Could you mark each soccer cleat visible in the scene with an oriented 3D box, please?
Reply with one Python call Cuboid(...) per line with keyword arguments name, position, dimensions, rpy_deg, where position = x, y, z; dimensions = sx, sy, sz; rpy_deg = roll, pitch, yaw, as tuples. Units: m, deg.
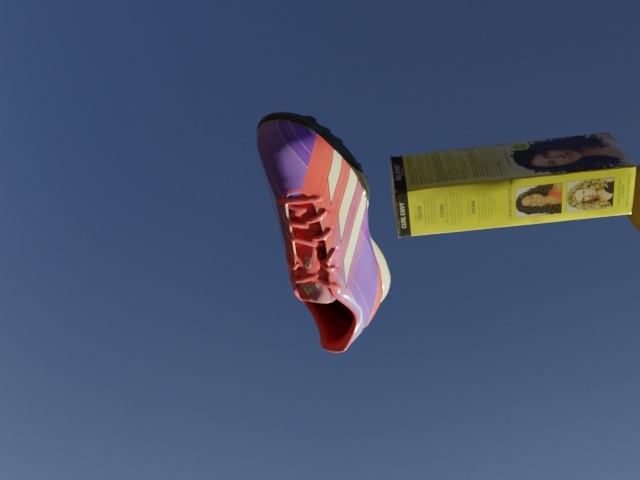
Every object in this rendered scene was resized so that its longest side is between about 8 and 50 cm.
Cuboid(name="soccer cleat", position=(0.000, 0.000, 0.812), dimensions=(0.108, 0.116, 0.318), rpy_deg=(8, -38, 28))

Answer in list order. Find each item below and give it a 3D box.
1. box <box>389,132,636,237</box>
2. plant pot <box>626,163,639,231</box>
Cuboid(name="box", position=(0.190, -0.058, 0.741), dimensions=(0.232, 0.087, 0.058), rpy_deg=(-7, -59, 5))
Cuboid(name="plant pot", position=(0.390, -0.051, 0.814), dimensions=(0.083, 0.081, 0.081), rpy_deg=(41, -32, 38))
